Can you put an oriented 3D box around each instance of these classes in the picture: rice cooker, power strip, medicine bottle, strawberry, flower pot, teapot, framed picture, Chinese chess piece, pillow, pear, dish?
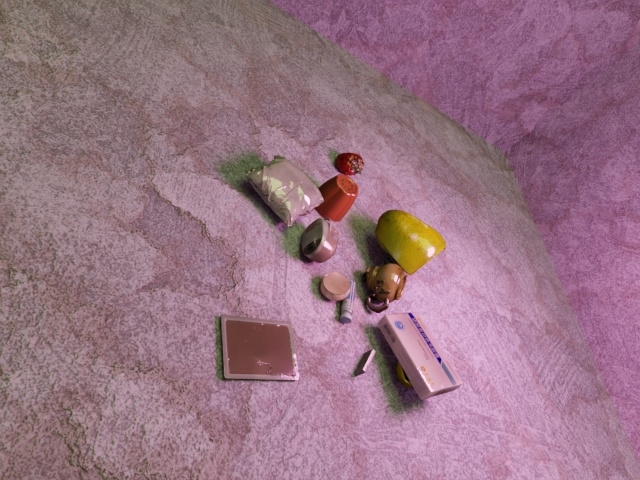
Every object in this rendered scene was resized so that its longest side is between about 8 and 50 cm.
[{"bbox_3d":[0.000,0.000,1.847,0.127,0.145,0.206,42,35,-23],"label":"rice cooker"},{"bbox_3d":[0.172,0.455,1.679,0.019,0.051,0.136,47,39,-4],"label":"power strip"},{"bbox_3d":[0.112,0.246,1.804,0.051,0.051,0.191,30,43,-17],"label":"medicine bottle"},{"bbox_3d":[0.148,-0.403,2.349,0.131,0.148,0.131,-13,109,-45],"label":"strawberry"},{"bbox_3d":[0.080,-0.207,2.068,0.191,0.173,0.190,23,46,-27],"label":"flower pot"},{"bbox_3d":[0.263,0.185,1.923,0.183,0.173,0.269,19,62,22],"label":"teapot"},{"bbox_3d":[-0.200,0.357,1.471,0.274,0.016,0.216,14,48,-33],"label":"framed picture"},{"bbox_3d":[0.060,0.185,1.784,0.122,0.051,0.122,8,45,-8],"label":"Chinese chess piece"},{"bbox_3d":[-0.155,-0.221,1.902,0.310,0.138,0.283,47,40,-3],"label":"pillow"},{"bbox_3d":[0.403,-0.013,2.075,0.318,0.238,0.342,47,12,10],"label":"pear"},{"bbox_3d":[0.359,0.521,1.758,0.148,0.080,0.208,47,35,17],"label":"dish"}]

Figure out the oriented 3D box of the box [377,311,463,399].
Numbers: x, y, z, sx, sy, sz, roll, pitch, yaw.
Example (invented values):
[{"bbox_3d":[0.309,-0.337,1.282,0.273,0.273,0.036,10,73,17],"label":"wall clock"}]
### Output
[{"bbox_3d":[0.388,0.440,1.752,0.200,0.065,0.343,2,45,-38],"label":"box"}]
